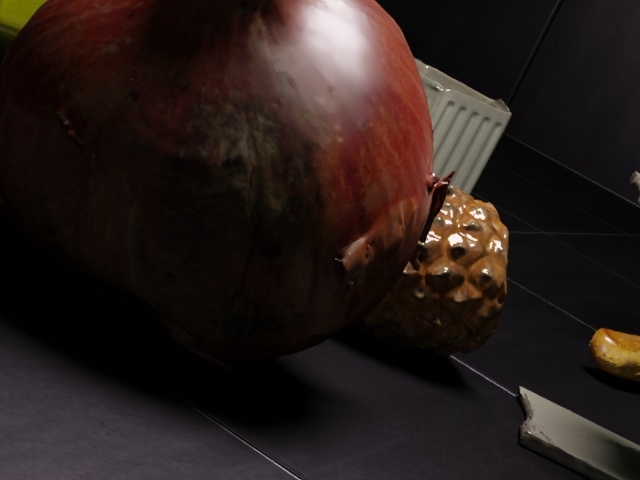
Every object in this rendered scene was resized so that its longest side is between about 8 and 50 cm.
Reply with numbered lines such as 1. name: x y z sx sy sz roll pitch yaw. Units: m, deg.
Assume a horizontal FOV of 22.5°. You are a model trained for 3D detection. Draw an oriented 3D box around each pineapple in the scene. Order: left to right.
1. pineapple: 0.000 0.000 1.449 0.341 0.169 0.169 14 15 -18

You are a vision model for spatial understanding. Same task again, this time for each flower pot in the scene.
1. flower pot: 0.117 -0.144 2.165 0.239 0.189 0.209 32 13 19

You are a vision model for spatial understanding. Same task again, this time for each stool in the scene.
1. stool: 0.345 0.111 1.422 0.270 0.243 0.170 27 11 1

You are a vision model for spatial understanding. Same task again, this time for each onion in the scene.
1. onion: -0.068 -0.072 1.225 0.354 0.353 0.353 25 12 -6

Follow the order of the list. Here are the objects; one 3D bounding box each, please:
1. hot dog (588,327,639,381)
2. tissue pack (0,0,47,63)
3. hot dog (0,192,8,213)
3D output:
1. hot dog: 0.370 0.142 1.817 0.216 0.047 0.066 12 33 -50
2. tissue pack: -0.225 -0.239 1.736 0.275 0.167 0.200 22 -8 13
3. hot dog: -0.249 -0.037 1.332 0.044 0.028 0.137 26 11 34
